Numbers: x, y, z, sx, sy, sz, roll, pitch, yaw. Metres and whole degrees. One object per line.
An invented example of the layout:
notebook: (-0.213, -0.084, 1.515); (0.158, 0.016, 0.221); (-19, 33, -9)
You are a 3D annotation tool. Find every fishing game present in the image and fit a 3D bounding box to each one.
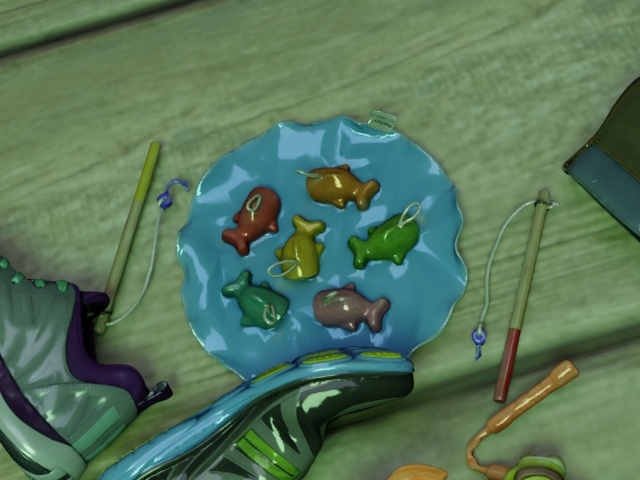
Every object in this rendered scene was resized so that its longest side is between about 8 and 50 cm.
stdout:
fishing game: (0.000, 0.000, 0.702); (0.264, 0.041, 0.189); (12, 67, 15)

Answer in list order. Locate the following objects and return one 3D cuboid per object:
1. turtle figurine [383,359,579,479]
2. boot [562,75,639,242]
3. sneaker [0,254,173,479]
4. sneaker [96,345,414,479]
turtle figurine: (0.081, 0.185, 0.559); (0.269, 0.087, 0.217); (-34, 67, -19)
boot: (0.237, -0.004, 0.660); (0.106, 0.082, 0.219); (-40, 66, 12)
sneaker: (-0.186, 0.040, 0.695); (0.098, 0.083, 0.223); (-37, 73, -17)
sneaker: (-0.030, 0.115, 0.633); (0.188, 0.067, 0.078); (-31, 87, 3)
